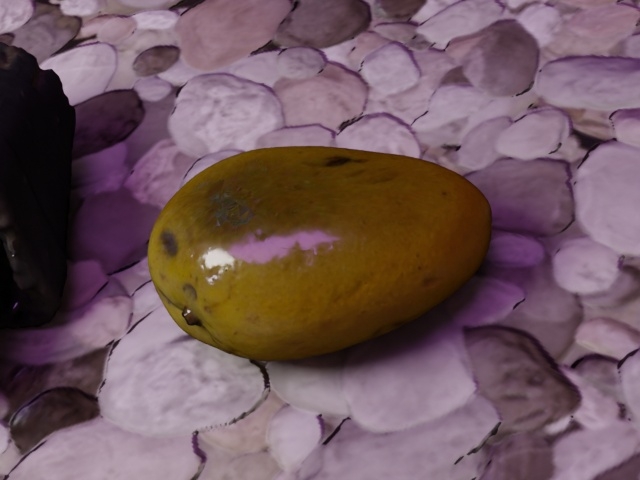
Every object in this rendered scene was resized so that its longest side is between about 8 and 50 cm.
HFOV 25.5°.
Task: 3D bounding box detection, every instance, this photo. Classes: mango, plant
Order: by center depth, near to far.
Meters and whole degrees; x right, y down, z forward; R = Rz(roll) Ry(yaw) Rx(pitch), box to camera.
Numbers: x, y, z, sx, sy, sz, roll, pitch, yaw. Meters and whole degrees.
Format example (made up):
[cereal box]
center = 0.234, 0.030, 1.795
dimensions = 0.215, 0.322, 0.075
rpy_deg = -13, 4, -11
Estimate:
[mango]
center = 0.000, 0.000, 0.797
dimensions = 0.195, 0.098, 0.137
rpy_deg = -16, 41, 0
[plant]
center = -0.241, -0.016, 0.876
dimensions = 0.164, 0.141, 0.256
rpy_deg = -2, 44, 18
